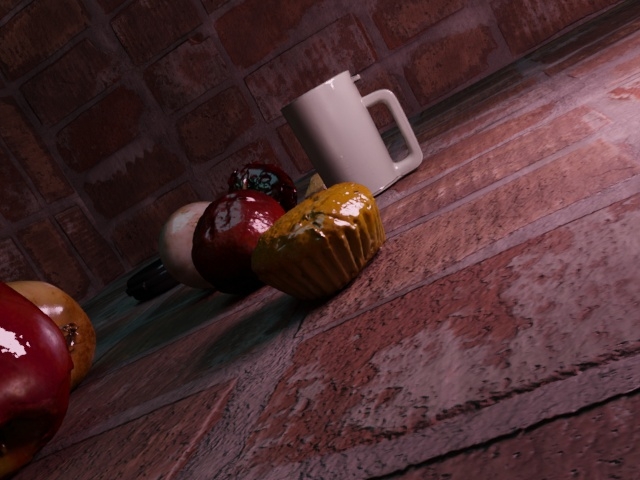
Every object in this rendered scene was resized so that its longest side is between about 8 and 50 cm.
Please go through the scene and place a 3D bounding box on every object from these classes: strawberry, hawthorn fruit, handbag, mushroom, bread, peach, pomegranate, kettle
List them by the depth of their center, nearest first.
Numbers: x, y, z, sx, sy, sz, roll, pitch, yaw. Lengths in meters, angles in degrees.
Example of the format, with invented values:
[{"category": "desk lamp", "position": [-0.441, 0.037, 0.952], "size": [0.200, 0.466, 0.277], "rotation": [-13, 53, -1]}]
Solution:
[{"category": "peach", "position": [-0.615, 0.210, 0.997], "size": [0.339, 0.416, 0.353], "rotation": [-49, -22, -23]}, {"category": "bread", "position": [-0.004, 0.005, 1.011], "size": [0.239, 0.139, 0.240], "rotation": [-29, 10, 6]}, {"category": "pomegranate", "position": [-0.635, 0.227, 1.325], "size": [0.319, 0.319, 0.319], "rotation": [-29, 10, 6]}, {"category": "hawthorn fruit", "position": [-0.166, -0.020, 1.341], "size": [0.230, 0.210, 0.266], "rotation": [-40, 38, 40]}, {"category": "mushroom", "position": [-0.300, 0.027, 1.606], "size": [0.243, 0.244, 0.243], "rotation": [-29, 10, 6]}, {"category": "kettle", "position": [0.081, -0.273, 1.630], "size": [0.264, 0.318, 0.205], "rotation": [-32, 10, -15]}, {"category": "strawberry", "position": [-0.193, -0.125, 2.041], "size": [0.274, 0.274, 0.220], "rotation": [-27, -27, 17]}, {"category": "bread", "position": [0.010, -0.175, 2.043], "size": [0.106, 0.082, 0.125], "rotation": [-33, 27, 36]}, {"category": "handbag", "position": [-0.551, 0.118, 2.172], "size": [0.307, 0.093, 0.254], "rotation": [-21, 15, 41]}]
